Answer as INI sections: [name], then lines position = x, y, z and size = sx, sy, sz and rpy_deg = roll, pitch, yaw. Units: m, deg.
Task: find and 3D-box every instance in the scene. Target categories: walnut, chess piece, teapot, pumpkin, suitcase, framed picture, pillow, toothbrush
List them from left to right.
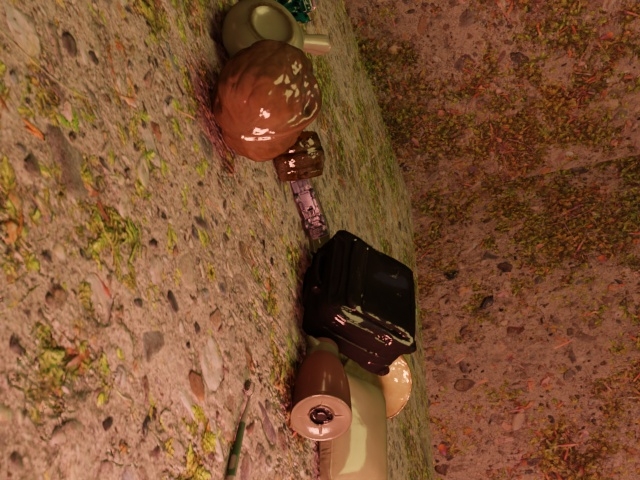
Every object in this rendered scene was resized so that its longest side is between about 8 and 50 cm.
[toothbrush]
position = -0.155, 0.373, 1.354
size = 0.257, 0.018, 0.024
rpy_deg = -82, 153, -51
[walnut]
position = -0.124, -0.314, 1.553
size = 0.227, 0.273, 0.273
rpy_deg = 41, 24, -7
[teapot]
position = -0.100, -0.486, 1.740
size = 0.318, 0.149, 0.220
rpy_deg = 13, 65, -27
[pumpkin]
position = -0.045, -0.249, 2.004
size = 0.248, 0.126, 0.131
rpy_deg = -65, 143, -66
[framed picture]
position = 0.000, 0.000, 2.201
size = 0.203, 0.015, 0.150
rpy_deg = 43, 38, -64
[pillow]
position = 0.094, 0.525, 1.886
size = 0.255, 0.119, 0.322
rpy_deg = 34, 46, -38
[suitcase]
position = 0.109, 0.167, 1.975
size = 0.339, 0.188, 0.345
rpy_deg = 30, 40, -19
[chess piece]
position = 0.197, 0.420, 2.269
size = 0.442, 0.234, 0.234
rpy_deg = -6, 85, -80

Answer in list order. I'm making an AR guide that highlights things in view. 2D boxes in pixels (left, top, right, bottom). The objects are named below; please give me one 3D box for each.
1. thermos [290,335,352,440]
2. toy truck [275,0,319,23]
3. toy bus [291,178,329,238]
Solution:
[thermos]
position = 0.009, 0.363, 1.740
size = 0.176, 0.146, 0.265
rpy_deg = 60, 15, -24
[toy truck]
position = -0.107, -0.681, 1.999
size = 0.363, 0.178, 0.177
rpy_deg = -79, 153, -61
[toy bus]
position = -0.030, -0.103, 2.065
size = 0.075, 0.064, 0.191
rpy_deg = -78, 149, -68
